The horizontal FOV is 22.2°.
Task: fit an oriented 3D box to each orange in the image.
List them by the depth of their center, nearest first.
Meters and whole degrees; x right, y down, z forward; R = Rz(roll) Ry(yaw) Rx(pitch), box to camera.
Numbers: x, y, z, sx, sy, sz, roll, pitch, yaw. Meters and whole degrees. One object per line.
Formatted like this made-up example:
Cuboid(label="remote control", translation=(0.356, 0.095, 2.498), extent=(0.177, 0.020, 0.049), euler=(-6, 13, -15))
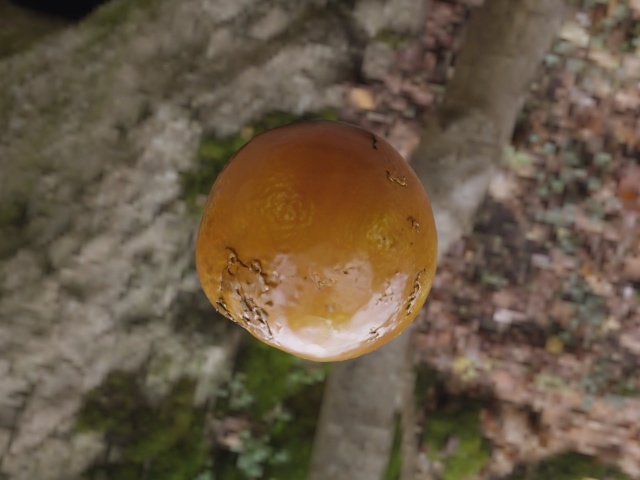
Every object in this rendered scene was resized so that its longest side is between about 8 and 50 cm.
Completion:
Cuboid(label="orange", translation=(0.000, 0.000, 1.638), extent=(0.246, 0.246, 0.246), euler=(12, 176, 1))
